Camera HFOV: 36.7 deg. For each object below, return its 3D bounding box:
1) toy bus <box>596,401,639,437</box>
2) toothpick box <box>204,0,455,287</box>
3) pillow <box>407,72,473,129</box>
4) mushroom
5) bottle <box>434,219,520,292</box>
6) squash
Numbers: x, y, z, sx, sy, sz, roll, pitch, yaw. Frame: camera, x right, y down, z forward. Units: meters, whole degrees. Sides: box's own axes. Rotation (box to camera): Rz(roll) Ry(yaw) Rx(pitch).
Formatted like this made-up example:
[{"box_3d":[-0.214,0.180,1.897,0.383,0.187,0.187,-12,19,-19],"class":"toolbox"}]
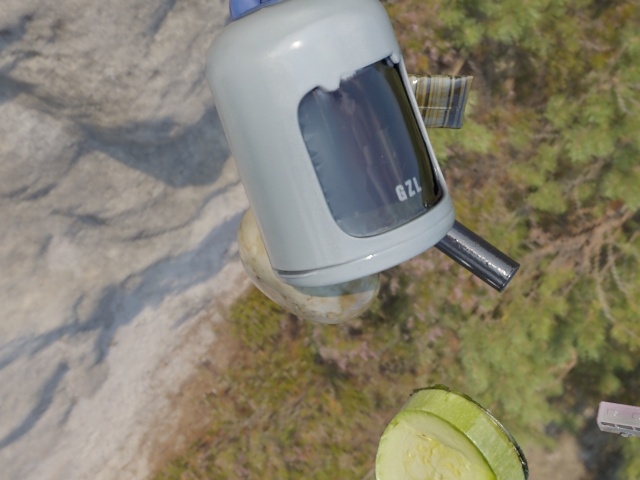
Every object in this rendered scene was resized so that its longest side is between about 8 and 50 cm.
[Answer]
[{"box_3d":[0.445,0.248,1.314,0.052,0.131,0.037,51,51,-50],"class":"toy bus"},{"box_3d":[-0.008,-0.145,1.161,0.263,0.263,0.354,-27,105,-30],"class":"toothpick box"},{"box_3d":[0.133,-0.218,1.520,0.203,0.038,0.113,1,140,-2],"class":"pillow"},{"box_3d":[0.000,0.000,1.459,0.243,0.243,0.243,-31,144,-26],"class":"mushroom"},{"box_3d":[0.287,0.006,1.958,0.082,0.244,0.072,-55,170,-1],"class":"bottle"},{"box_3d":[0.171,0.311,1.342,0.133,0.220,0.220,-30,144,-37],"class":"squash"}]
